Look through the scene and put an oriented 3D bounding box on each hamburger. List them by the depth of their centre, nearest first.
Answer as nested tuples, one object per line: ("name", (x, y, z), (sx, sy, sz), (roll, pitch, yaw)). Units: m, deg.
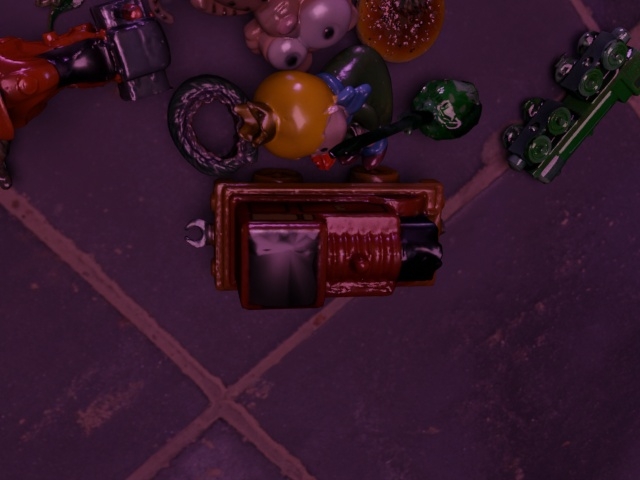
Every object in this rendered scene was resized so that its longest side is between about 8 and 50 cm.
("hamburger", (0.108, -0.315, 0.968), (0.126, 0.081, 0.141), (15, 104, -14))

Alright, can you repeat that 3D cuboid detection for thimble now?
("thimble", (-0.147, -0.156, 0.967), (0.118, 0.090, 0.135), (-19, 109, -6))

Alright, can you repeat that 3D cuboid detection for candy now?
("candy", (0.111, -0.153, 0.931), (0.323, 0.097, 0.097), (-27, 116, -47))

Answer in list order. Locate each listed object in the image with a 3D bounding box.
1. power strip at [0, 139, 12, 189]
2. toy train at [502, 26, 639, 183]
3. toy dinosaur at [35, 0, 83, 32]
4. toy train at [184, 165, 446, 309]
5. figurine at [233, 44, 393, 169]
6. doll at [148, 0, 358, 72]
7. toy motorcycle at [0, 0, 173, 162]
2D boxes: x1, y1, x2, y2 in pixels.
("power strip", (-0.526, -0.221, 0.898), (0.092, 0.066, 0.388), (-36, 107, 0))
("toy train", (0.381, -0.195, 1.058), (0.119, 0.085, 0.251), (31, 103, -32))
("toy dinosaur", (-0.337, -0.316, 0.921), (0.060, 0.029, 0.120), (7, 106, -24))
("toy train", (0.000, 0.000, 0.966), (0.368, 0.232, 0.163), (-1, 110, -9))
("figurine", (-0.003, -0.147, 0.934), (0.127, 0.234, 0.185), (22, 135, 26))
("doll", (-0.078, -0.303, 0.879), (0.278, 0.119, 0.154), (12, 132, -42))
("toy motorcycle", (-0.324, -0.195, 0.827), (0.325, 0.221, 0.148), (-24, 118, -20))
